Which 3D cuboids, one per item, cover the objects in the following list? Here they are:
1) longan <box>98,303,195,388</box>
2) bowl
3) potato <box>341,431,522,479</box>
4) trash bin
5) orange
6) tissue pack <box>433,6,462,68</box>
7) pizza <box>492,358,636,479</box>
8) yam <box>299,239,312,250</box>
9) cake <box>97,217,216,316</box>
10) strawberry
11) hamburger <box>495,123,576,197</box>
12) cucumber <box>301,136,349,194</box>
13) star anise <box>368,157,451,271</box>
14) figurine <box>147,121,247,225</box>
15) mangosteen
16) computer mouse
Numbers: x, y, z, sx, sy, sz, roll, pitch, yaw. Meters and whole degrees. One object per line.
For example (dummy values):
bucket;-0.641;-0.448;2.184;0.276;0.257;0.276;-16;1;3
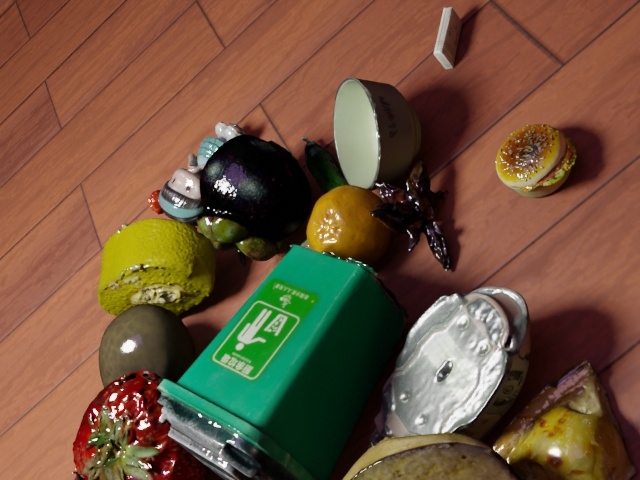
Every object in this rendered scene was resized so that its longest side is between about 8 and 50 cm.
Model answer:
longan;-0.329;0.223;1.768;0.198;0.198;0.213;22;114;43
bowl;0.110;-0.196;1.705;0.211;0.112;0.212;171;90;-68
potato;0.151;0.366;1.319;0.299;0.239;0.116;-33;13;23
trash bin;-0.035;0.225;1.502;0.259;0.295;0.381;19;66;43
orange;0.047;-0.019;1.648;0.159;0.136;0.159;-1;88;33
tissue pack;0.245;-0.388;1.786;0.023;0.056;0.108;-1;63;35
pizza;0.350;0.265;1.294;0.188;0.080;0.204;28;82;44
yam;0.000;0.000;1.750;0.094;0.043;0.043;-45;46;5
cake;-0.328;0.061;1.838;0.260;0.179;0.156;-36;47;42
strawberry;-0.299;0.364;1.622;0.274;0.220;0.274;-1;89;36
hamburger;0.353;-0.132;1.529;0.126;0.081;0.141;-42;45;9
cucumber;0.017;-0.124;1.805;0.056;0.056;0.250;-41;47;10
star anise;0.151;-0.052;1.605;0.053;0.157;0.212;125;152;-59
figurine;-0.254;-0.142;1.991;0.138;0.110;0.245;24;75;45
mangosteen;-0.130;-0.077;1.773;0.243;0.243;0.243;-19;54;28
computer mouse;0.197;0.235;1.412;0.389;0.115;0.199;-54;38;20
